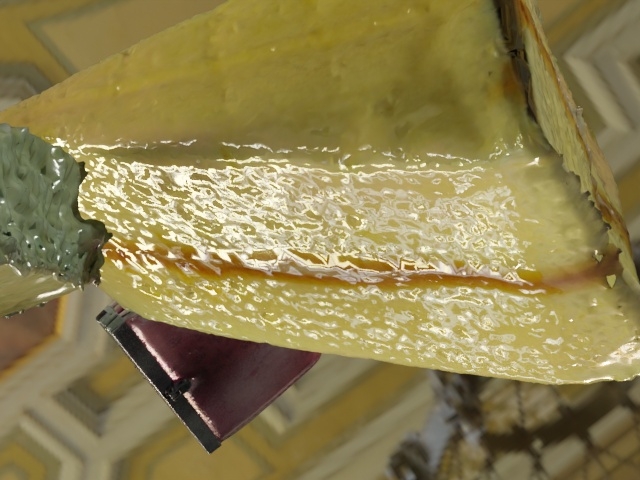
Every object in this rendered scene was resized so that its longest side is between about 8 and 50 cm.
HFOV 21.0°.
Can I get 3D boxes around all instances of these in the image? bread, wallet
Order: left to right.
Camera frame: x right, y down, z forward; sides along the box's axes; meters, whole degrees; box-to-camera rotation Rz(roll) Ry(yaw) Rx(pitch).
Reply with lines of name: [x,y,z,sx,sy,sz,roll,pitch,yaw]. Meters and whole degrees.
bread: [-0.150,0.002,0.658,0.172,0.232,0.064,-12,-94,-38]
wallet: [-0.070,0.069,1.215,0.119,0.025,0.232,-41,-29,-8]
bread: [-0.004,0.000,0.733,0.264,0.163,0.167,-24,-47,15]
